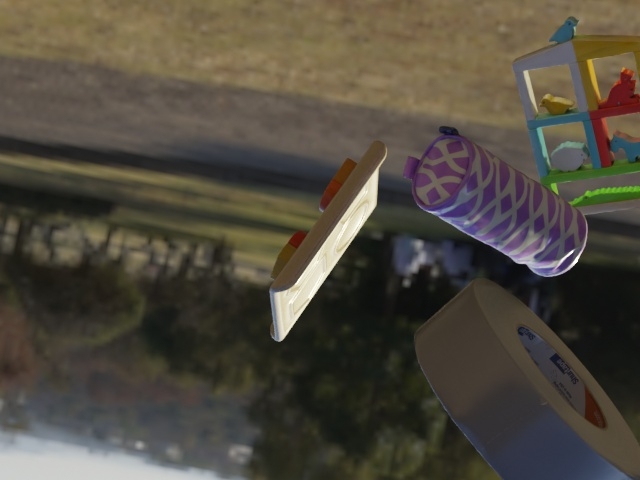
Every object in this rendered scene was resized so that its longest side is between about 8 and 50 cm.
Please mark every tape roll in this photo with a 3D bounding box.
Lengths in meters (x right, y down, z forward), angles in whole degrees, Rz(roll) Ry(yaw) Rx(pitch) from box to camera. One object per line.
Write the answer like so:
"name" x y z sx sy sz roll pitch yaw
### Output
"tape roll" 0.177 0.136 1.396 0.219 0.072 0.219 43 -164 -15

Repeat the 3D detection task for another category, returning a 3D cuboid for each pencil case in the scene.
"pencil case" 0.176 -0.032 1.652 0.206 0.086 0.088 29 160 -36

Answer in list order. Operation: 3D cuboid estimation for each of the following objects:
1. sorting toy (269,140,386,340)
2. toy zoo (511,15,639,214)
"sorting toy" 0.000 0.000 1.744 0.038 0.193 0.208 33 164 7
"toy zoo" 0.391 -0.180 2.394 0.192 0.293 0.030 -7 -159 24
